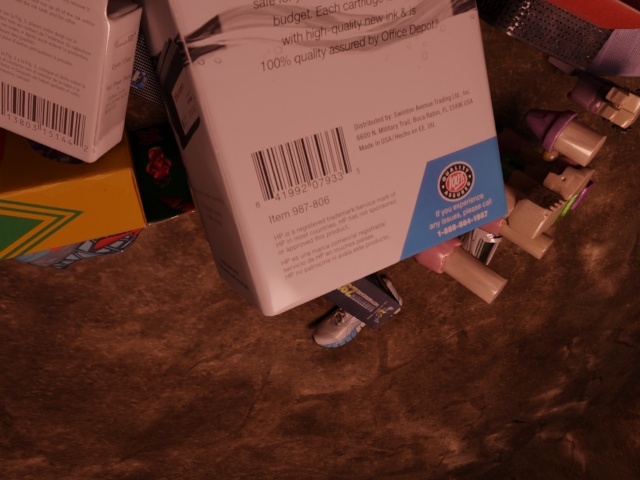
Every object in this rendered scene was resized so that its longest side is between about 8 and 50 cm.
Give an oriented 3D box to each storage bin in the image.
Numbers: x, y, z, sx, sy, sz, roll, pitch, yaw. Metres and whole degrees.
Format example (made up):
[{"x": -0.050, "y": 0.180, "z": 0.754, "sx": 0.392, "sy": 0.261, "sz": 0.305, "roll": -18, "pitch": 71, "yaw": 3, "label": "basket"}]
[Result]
[{"x": 0.286, "y": -0.303, "z": 0.735, "sx": 0.180, "sy": 0.122, "sz": 0.084, "roll": 8, "pitch": 126, "yaw": -31, "label": "storage bin"}]

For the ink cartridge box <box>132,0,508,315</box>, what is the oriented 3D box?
[{"x": -0.003, "y": -0.173, "z": 0.546, "sx": 0.285, "sy": 0.166, "sz": 0.394, "roll": -21, "pitch": 108, "yaw": -21, "label": "ink cartridge box"}]

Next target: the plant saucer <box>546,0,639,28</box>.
[{"x": 0.222, "y": -0.340, "z": 0.597, "sx": 0.259, "sy": 0.258, "sz": 0.048, "roll": 7, "pitch": 149, "yaw": -31, "label": "plant saucer"}]

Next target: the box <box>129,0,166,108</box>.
[{"x": -0.193, "y": -0.253, "z": 0.608, "sx": 0.191, "sy": 0.045, "sz": 0.184, "roll": 20, "pitch": 121, "yaw": -38, "label": "box"}]

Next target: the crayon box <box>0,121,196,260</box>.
[{"x": -0.312, "y": -0.079, "z": 0.600, "sx": 0.319, "sy": 0.202, "sz": 0.081, "roll": -15, "pitch": 135, "yaw": -15, "label": "crayon box"}]

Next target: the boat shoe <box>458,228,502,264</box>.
[{"x": 0.313, "y": -0.025, "z": 1.039, "sx": 0.083, "sy": 0.075, "sz": 0.226, "roll": -9, "pitch": 133, "yaw": -19, "label": "boat shoe"}]

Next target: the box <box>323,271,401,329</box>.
[{"x": 0.000, "y": 0.000, "z": 0.799, "sx": 0.059, "sy": 0.232, "sz": 0.183, "roll": -42, "pitch": 136, "yaw": 11, "label": "box"}]

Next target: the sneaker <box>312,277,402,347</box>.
[{"x": 0.062, "y": 0.130, "z": 1.077, "sx": 0.191, "sy": 0.071, "sz": 0.083, "roll": -31, "pitch": 130, "yaw": -8, "label": "sneaker"}]

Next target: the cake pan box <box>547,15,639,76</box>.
[{"x": 0.492, "y": -0.370, "z": 0.815, "sx": 0.246, "sy": 0.070, "sz": 0.266, "roll": -9, "pitch": 133, "yaw": -21, "label": "cake pan box"}]

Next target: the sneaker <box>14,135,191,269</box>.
[{"x": -0.277, "y": -0.043, "z": 0.744, "sx": 0.262, "sy": 0.104, "sz": 0.125, "roll": -24, "pitch": 154, "yaw": 2, "label": "sneaker"}]

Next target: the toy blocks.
[{"x": 0.252, "y": -0.127, "z": 0.823, "sx": 0.289, "sy": 0.260, "sz": 0.309, "roll": -21, "pitch": 143, "yaw": -49, "label": "toy blocks"}]

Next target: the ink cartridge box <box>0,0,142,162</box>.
[{"x": -0.294, "y": -0.234, "z": 0.456, "sx": 0.296, "sy": 0.066, "sz": 0.261, "roll": 22, "pitch": 125, "yaw": -2, "label": "ink cartridge box"}]
